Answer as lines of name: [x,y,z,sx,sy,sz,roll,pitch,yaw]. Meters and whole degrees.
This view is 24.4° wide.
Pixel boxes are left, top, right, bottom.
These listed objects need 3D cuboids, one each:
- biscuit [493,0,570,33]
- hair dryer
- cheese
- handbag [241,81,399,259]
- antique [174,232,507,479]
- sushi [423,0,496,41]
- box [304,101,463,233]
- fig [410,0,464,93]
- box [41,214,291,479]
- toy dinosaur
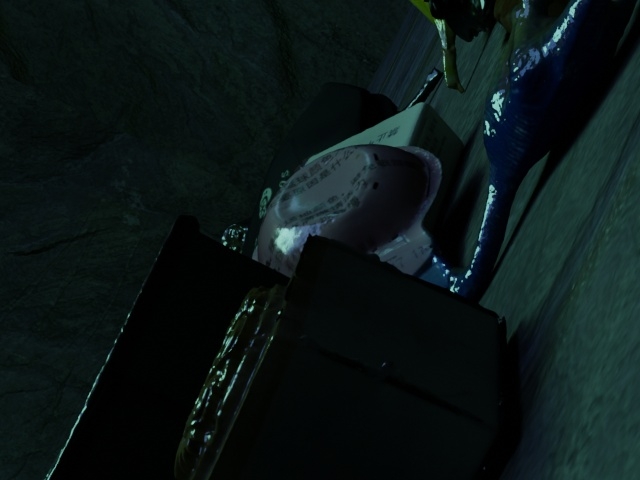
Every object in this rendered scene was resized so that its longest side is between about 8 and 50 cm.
biscuit: [0.231,-0.315,1.053,0.381,0.074,0.359,-64,4,-37]
hair dryer: [0.032,-0.102,1.967,0.359,0.120,0.304,-49,-18,23]
cheese: [0.029,-0.003,1.193,0.189,0.074,0.286,-37,29,1]
handbag: [0.000,0.000,1.733,0.288,0.152,0.342,-109,41,-71]
antique: [0.008,0.098,0.788,0.146,0.148,0.152,-68,2,-70]
sushi: [0.131,-0.335,1.465,0.238,0.219,0.225,-65,7,0]
box: [0.026,0.001,1.358,0.168,0.071,0.259,-23,32,39]
fig: [0.152,-0.282,1.663,0.159,0.159,0.257,123,151,-65]
box: [-0.089,0.199,1.018,0.251,0.204,0.345,-66,4,-34]
toy dinosaur: [0.140,-0.071,0.916,0.248,0.075,0.188,138,149,-66]
